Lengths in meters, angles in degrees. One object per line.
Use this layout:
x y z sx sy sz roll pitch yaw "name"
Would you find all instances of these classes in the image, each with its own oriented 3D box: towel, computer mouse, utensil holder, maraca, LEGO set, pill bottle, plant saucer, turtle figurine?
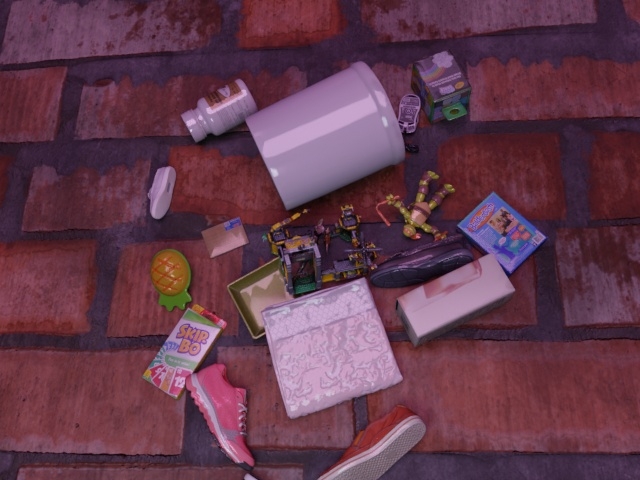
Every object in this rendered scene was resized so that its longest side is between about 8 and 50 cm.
0.025 0.295 1.810 0.331 0.053 0.317 -18 78 -2 "towel"
0.280 -0.376 2.078 0.105 0.042 0.193 11 76 15 "computer mouse"
0.009 -0.305 1.927 0.385 0.328 0.328 -24 68 -3 "utensil holder"
-0.444 0.118 1.932 0.127 0.099 0.186 -8 93 13 "maraca"
0.000 0.000 1.840 0.331 0.192 0.255 -5 55 -3 "LEGO set"
-0.329 -0.416 2.104 0.229 0.131 0.131 -30 69 -6 "pill bottle"
-0.151 0.171 1.905 0.188 0.045 0.188 -29 69 -5 "plant saucer"
0.311 -0.083 1.936 0.269 0.087 0.217 34 79 -2 "turtle figurine"

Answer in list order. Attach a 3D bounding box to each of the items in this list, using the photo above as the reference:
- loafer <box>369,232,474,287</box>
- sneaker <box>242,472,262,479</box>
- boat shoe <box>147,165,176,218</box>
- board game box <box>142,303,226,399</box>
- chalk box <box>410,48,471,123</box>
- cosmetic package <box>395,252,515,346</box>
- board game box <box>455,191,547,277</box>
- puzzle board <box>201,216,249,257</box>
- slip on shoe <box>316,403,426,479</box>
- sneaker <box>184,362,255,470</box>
0.287 0.059 1.868 0.302 0.109 0.095 -15 51 16 "loafer"
-0.135 0.715 1.682 0.216 0.079 0.121 27 77 23 "sneaker"
-0.515 -0.153 2.061 0.063 0.066 0.184 1 71 21 "boat shoe"
-0.391 0.317 1.881 0.124 0.039 0.260 28 71 14 "board game box"
0.390 -0.468 2.054 0.132 0.132 0.213 -20 69 -3 "chalk box"
0.367 0.166 1.799 0.296 0.153 0.129 -24 69 -5 "cosmetic package"
0.531 -0.020 1.909 0.160 0.047 0.210 -41 71 -10 "board game box"
-0.295 -0.009 2.008 0.128 0.011 0.097 -22 67 -4 "puzzle board"
0.124 0.555 1.706 0.331 0.123 0.101 -38 38 -4 "slip on shoe"
-0.246 0.469 1.763 0.136 0.116 0.314 -32 70 -10 "sneaker"
